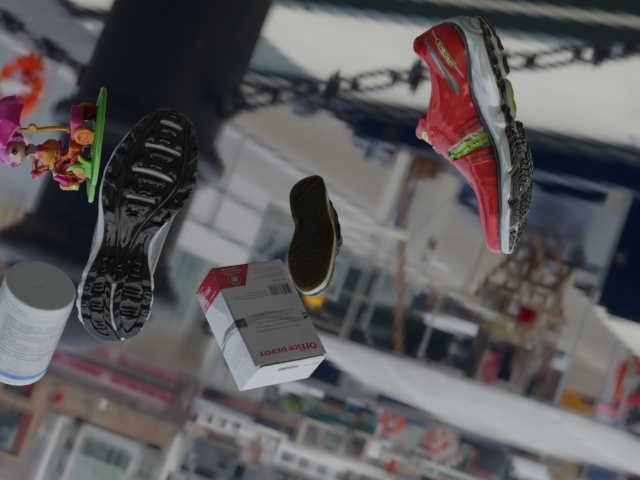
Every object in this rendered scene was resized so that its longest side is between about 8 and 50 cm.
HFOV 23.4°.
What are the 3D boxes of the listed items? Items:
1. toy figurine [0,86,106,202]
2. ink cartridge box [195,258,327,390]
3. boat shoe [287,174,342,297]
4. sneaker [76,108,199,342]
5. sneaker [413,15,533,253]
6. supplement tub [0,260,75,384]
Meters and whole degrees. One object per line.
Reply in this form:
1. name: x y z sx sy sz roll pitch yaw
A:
1. toy figurine: -0.367 -0.129 2.014 0.159 0.130 0.173 6 137 -10
2. ink cartridge box: -0.068 0.095 1.755 0.099 0.135 0.056 -7 148 -35
3. boat shoe: 0.000 0.000 1.563 0.056 0.152 0.049 -20 135 22
4. sneaker: -0.216 -0.024 1.766 0.100 0.271 0.108 18 -171 -13
5. sneaker: 0.172 -0.119 1.787 0.118 0.279 0.107 -10 -173 22
6. supplement tub: -0.280 0.080 1.470 0.071 0.071 0.107 18 127 -15
